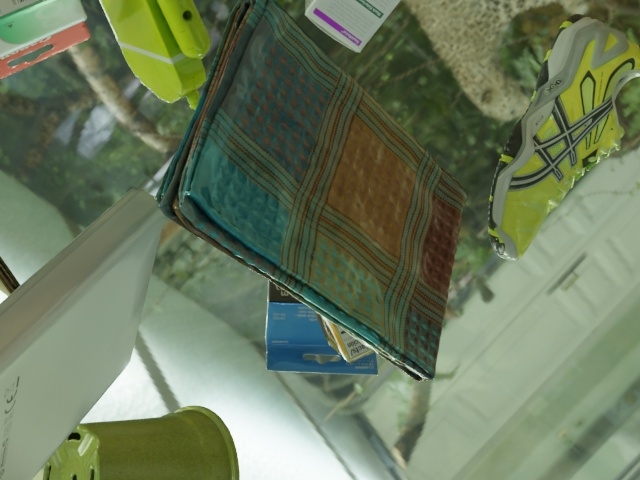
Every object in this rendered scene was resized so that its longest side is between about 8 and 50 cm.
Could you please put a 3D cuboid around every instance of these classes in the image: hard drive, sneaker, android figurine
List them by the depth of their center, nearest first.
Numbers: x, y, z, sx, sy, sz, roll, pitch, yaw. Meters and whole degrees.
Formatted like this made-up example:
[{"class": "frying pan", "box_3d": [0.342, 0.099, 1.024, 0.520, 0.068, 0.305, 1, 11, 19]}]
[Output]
[{"class": "hard drive", "box_3d": [-0.253, 0.126, 0.761, 0.047, 0.233, 0.353, 24, -147, 6]}, {"class": "android figurine", "box_3d": [-0.234, -0.299, 1.179, 0.248, 0.056, 0.273, 26, 147, 49]}, {"class": "sneaker", "box_3d": [0.367, -0.142, 1.307, 0.147, 0.385, 0.145, 24, -171, 19]}]

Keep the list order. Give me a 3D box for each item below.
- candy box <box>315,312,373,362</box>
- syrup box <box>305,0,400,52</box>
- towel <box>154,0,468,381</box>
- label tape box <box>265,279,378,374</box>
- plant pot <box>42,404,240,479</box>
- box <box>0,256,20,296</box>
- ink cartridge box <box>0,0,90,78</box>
[{"class": "candy box", "box_3d": [0.000, 0.000, 1.213, 0.183, 0.087, 0.316, -174, 60, -83]}, {"class": "syrup box", "box_3d": [0.082, -0.376, 1.144, 0.096, 0.237, 0.093, 33, -155, -18]}, {"class": "towel", "box_3d": [0.022, -0.049, 0.890, 0.040, 0.271, 0.370, -17, 137, 43]}, {"class": "label tape box", "box_3d": [0.006, 0.123, 1.937, 0.115, 0.249, 0.348, 98, 173, -47]}, {"class": "plant pot", "box_3d": [-0.324, 0.413, 1.503, 0.254, 0.276, 0.276, 17, -160, -43]}, {"class": "box", "box_3d": [-0.537, 0.000, 1.312, 0.201, 0.021, 0.164, 26, 149, 36]}, {"class": "ink cartridge box", "box_3d": [-0.391, -0.259, 1.133, 0.056, 0.181, 0.225, 61, 171, 11]}]
